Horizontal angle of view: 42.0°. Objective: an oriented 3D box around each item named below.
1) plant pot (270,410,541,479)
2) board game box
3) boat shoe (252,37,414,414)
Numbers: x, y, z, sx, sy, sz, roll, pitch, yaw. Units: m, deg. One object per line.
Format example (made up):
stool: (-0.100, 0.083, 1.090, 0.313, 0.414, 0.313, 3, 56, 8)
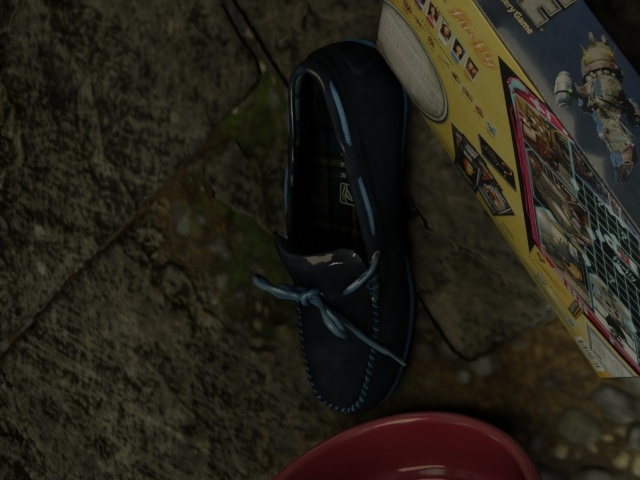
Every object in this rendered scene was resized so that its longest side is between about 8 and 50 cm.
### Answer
plant pot: (0.064, 0.242, 0.532, 0.201, 0.201, 0.180, -4, 117, 38)
board game box: (0.115, -0.044, 0.422, 0.042, 0.165, 0.243, -32, 82, -5)
boat shoe: (0.000, 0.000, 0.557, 0.109, 0.089, 0.258, 4, 107, 36)
